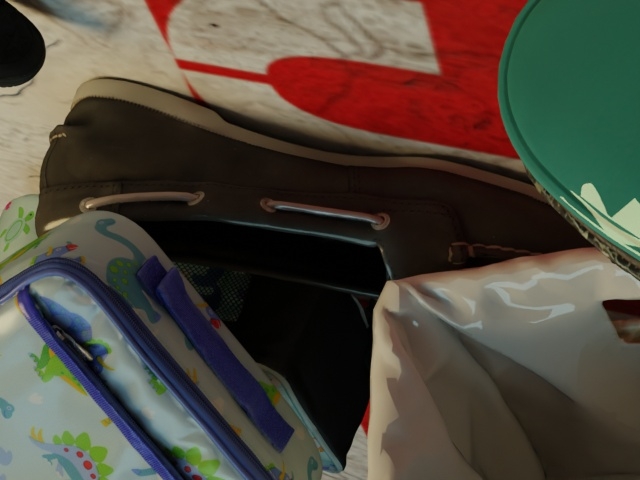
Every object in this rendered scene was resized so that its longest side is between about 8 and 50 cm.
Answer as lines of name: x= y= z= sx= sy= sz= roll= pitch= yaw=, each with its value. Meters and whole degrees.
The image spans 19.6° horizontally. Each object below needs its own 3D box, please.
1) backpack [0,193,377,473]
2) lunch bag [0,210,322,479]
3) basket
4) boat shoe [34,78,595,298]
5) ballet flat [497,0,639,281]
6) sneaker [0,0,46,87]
backpack: x=-0.109 y=0.075 z=1.217 sx=0.253 sy=0.191 sz=0.225 roll=16 pitch=159 yaw=22
lunch bag: x=-0.116 y=0.101 z=1.034 sx=0.176 sy=0.090 sz=0.219 roll=-29 pitch=106 yaw=30
basket: x=0.213 y=0.197 z=0.962 sx=0.328 sy=0.331 sz=0.266 roll=-7 pitch=153 yaw=18
boat shoe: x=0.000 y=0.000 z=1.050 sx=0.335 sy=0.096 sz=0.112 roll=15 pitch=158 yaw=9
ballet flat: x=0.267 y=-0.023 z=0.645 sx=0.182 sy=0.164 sz=0.482 roll=11 pitch=-179 yaw=-33
sneaker: x=-0.210 y=-0.138 z=0.945 sx=0.170 sy=0.051 sz=0.089 roll=31 pitch=159 yaw=-13
